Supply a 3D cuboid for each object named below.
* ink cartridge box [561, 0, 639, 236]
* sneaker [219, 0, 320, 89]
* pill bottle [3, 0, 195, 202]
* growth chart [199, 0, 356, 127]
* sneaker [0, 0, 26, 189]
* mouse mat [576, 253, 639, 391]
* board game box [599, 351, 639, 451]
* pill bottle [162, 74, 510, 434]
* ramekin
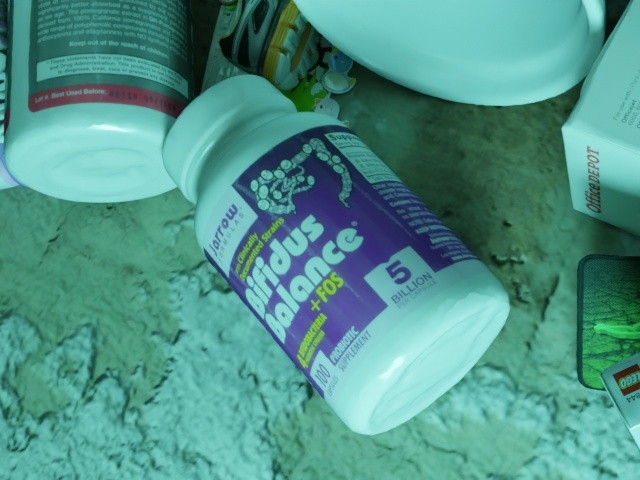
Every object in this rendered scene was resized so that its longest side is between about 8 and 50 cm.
[{"bbox_3d":[0.329,-0.080,0.773,0.233,0.171,0.168,26,79,22],"label":"ink cartridge box"},{"bbox_3d":[-0.030,-0.253,0.965,0.083,0.084,0.214,18,79,24],"label":"sneaker"},{"bbox_3d":[-0.212,-0.211,0.974,0.176,0.176,0.318,-9,70,13],"label":"pill bottle"},{"bbox_3d":[-0.046,-0.181,1.001,0.172,0.021,0.237,2,73,16],"label":"growth chart"},{"bbox_3d":[-0.342,-0.151,1.042,0.105,0.095,0.236,-20,68,17],"label":"sneaker"},{"bbox_3d":[0.290,0.070,0.755,0.190,0.152,0.007,2,42,17],"label":"mouse mat"},{"bbox_3d":[0.360,0.085,0.682,0.305,0.193,0.053,-28,47,11],"label":"board game box"},{"bbox_3d":[0.000,0.000,0.844,0.169,0.169,0.301,-43,66,-1],"label":"pill bottle"},{"bbox_3d":[0.116,-0.246,0.843,0.277,0.277,0.135,15,69,20],"label":"ramekin"}]
